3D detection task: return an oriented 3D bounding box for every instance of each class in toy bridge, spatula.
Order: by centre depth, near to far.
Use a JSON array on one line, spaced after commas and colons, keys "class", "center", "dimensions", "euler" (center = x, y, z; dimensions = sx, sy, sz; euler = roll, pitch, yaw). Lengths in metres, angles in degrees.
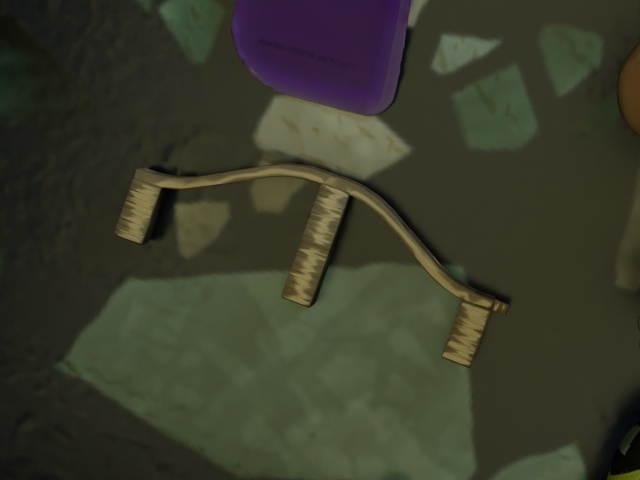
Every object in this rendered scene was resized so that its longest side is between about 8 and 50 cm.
[{"class": "spatula", "center": [0.025, -0.208, 0.853], "dimensions": [0.084, 0.030, 0.296], "euler": [15, 97, 9]}, {"class": "toy bridge", "center": [0.000, 0.000, 0.876], "dimensions": [0.188, 0.026, 0.063], "euler": [20, 96, 6]}]

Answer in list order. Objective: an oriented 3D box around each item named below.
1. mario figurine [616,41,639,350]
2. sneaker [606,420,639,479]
[{"class": "mario figurine", "center": [0.161, -0.058, 0.700], "dimensions": [0.170, 0.320, 0.198], "euler": [-29, 90, 9]}, {"class": "sneaker", "center": [0.295, 0.167, 0.791], "dimensions": [0.384, 0.145, 0.147], "euler": [7, 96, 6]}]
